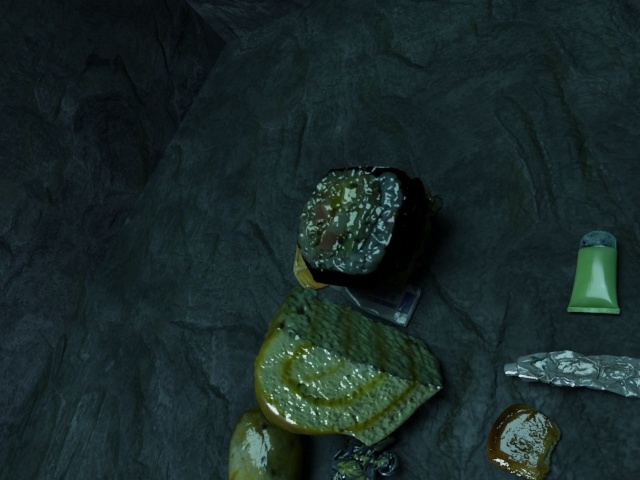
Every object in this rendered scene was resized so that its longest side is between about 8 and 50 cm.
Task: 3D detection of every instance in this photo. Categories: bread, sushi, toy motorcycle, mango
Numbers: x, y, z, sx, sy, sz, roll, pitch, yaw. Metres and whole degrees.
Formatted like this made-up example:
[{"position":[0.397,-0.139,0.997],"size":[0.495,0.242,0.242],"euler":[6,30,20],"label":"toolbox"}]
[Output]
[{"position":[0.000,0.000,1.573],"size":[0.153,0.119,0.288],"euler":[-16,51,32],"label":"bread"},{"position":[0.140,-0.018,1.340],"size":[0.328,0.285,0.328],"euler":[3,76,41],"label":"sushi"},{"position":[0.088,0.492,1.141],"size":[0.193,0.061,0.124],"euler":[-35,34,18],"label":"toy motorcycle"},{"position":[-0.129,0.566,1.221],"size":[0.176,0.176,0.329],"euler":[138,131,-64],"label":"mango"},{"position":[0.044,0.310,1.153],"size":[0.239,0.396,0.263],"euler":[-80,15,-74],"label":"bread"},{"position":[0.379,0.376,0.967],"size":[0.126,0.044,0.129],"euler":[15,68,47],"label":"bread"}]

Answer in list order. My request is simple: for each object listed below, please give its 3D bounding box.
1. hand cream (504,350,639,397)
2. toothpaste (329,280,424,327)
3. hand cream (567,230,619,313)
[{"position":[0.479,0.249,0.972],"size":[0.257,0.050,0.084],"euler":[-4,54,39],"label":"hand cream"},{"position":[0.138,0.141,1.383],"size":[0.283,0.069,0.099],"euler":[16,102,39],"label":"toothpaste"},{"position":[0.561,0.065,1.042],"size":[0.095,0.046,0.174],"euler":[-3,64,42],"label":"hand cream"}]
